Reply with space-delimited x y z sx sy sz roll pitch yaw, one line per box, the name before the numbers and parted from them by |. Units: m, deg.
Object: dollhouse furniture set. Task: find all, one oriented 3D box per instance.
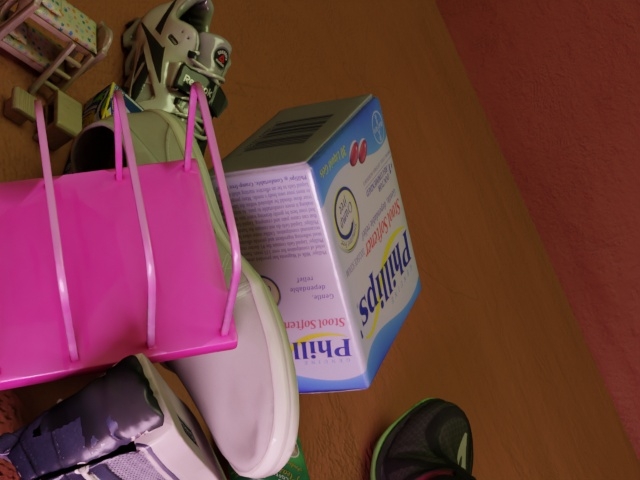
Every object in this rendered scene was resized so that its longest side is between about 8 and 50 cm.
dollhouse furniture set | -0.336 -0.220 1.145 0.182 0.101 0.161 33 37 -44

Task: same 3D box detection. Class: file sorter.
file sorter | -0.226 -0.008 0.861 0.182 0.291 0.202 107 -29 -60

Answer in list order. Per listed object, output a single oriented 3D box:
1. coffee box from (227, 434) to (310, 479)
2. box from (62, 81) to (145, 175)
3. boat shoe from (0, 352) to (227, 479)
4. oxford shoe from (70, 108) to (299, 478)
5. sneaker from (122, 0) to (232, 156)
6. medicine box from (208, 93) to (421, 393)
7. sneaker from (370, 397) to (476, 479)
coffee box | -0.070 0.234 1.199 0.113 0.040 0.184 38 23 -40
box | -0.263 -0.115 1.226 0.059 0.054 0.169 43 32 -31
boat shoe | -0.184 0.229 0.963 0.127 0.158 0.340 59 -7 34
oxford shoe | -0.152 0.044 1.035 0.130 0.169 0.449 0 53 -41
sneaker | -0.186 -0.211 1.367 0.122 0.146 0.330 31 40 -48
medicine box | 0.000 0.000 1.256 0.263 0.149 0.289 -52 131 -58
sneaker | 0.165 0.381 1.323 0.185 0.202 0.483 52 27 -18
